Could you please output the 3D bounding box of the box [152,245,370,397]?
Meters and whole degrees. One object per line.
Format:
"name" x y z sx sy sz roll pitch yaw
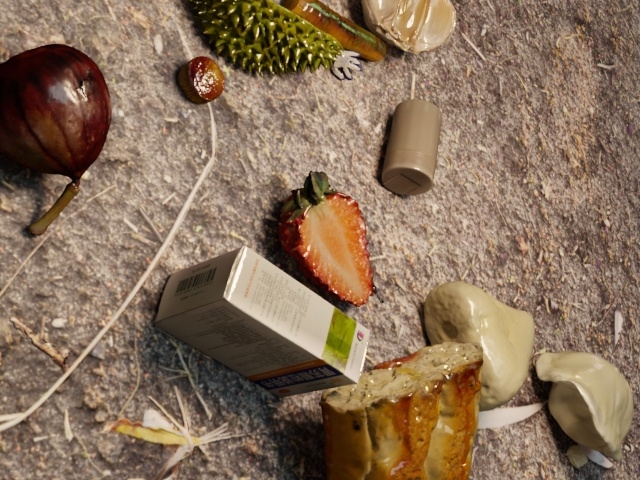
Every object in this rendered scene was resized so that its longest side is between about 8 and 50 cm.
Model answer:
"box" -0.094 0.143 1.574 0.299 0.200 0.106 35 54 -31

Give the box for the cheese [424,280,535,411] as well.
"cheese" 0.315 0.221 1.958 0.251 0.173 0.248 39 45 -30

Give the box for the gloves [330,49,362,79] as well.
"gloves" 0.051 -0.367 1.986 0.086 0.026 0.064 5 107 -39

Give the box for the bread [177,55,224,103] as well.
"bread" -0.210 -0.288 1.701 0.085 0.053 0.085 15 67 -40

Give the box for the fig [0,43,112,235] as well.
"fig" -0.386 -0.164 1.414 0.250 0.186 0.204 64 27 -18

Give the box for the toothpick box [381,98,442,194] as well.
"toothpick box" 0.196 -0.198 2.021 0.111 0.111 0.181 32 56 -33

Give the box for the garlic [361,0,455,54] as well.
"garlic" 0.173 -0.498 2.078 0.229 0.142 0.178 29 78 -31

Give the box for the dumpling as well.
"dumpling" 0.636 0.384 2.177 0.318 0.187 0.243 49 7 -11

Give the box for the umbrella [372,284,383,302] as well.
"umbrella" 0.094 0.074 1.906 0.013 0.022 0.122 -29 87 -19

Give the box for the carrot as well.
"carrot" 0.033 -0.440 1.975 0.260 0.070 0.070 19 65 -40

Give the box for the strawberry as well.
"strawberry" 0.000 0.000 1.785 0.188 0.106 0.286 -42 119 -38

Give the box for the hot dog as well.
"hot dog" 0.151 0.397 1.717 0.367 0.196 0.366 -13 105 -42

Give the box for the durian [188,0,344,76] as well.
"durian" -0.095 -0.410 1.784 0.355 0.157 0.170 23 46 -37
